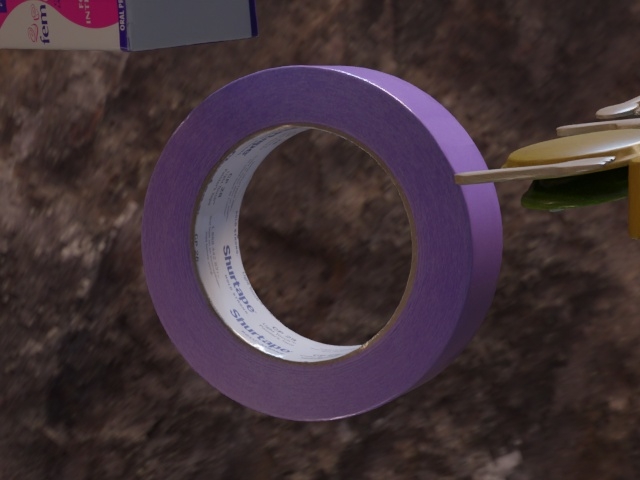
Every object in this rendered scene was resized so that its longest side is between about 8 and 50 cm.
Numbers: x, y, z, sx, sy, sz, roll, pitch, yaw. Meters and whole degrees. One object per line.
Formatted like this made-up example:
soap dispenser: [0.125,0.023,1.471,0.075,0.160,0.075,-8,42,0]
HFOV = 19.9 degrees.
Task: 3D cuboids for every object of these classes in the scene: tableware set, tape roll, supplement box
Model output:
tableware set: [0.116,-0.026,0.525,0.154,0.104,0.024,-23,-74,-56]
tape roll: [0.000,0.000,1.434,0.275,0.090,0.274,2,-85,21]
supplement box: [-0.155,-0.201,1.369,0.114,0.220,0.111,-11,-79,-32]
